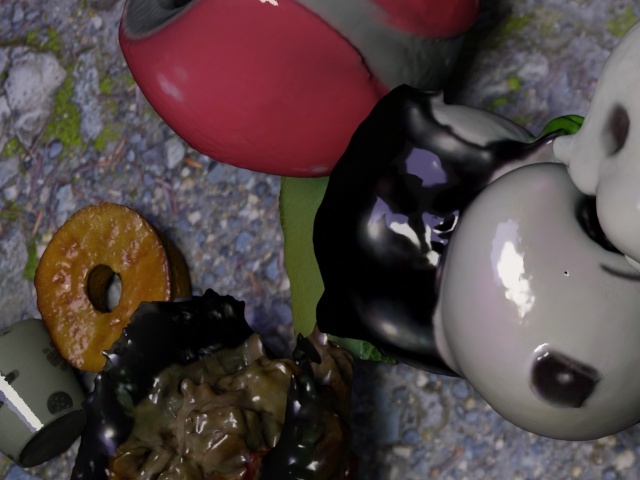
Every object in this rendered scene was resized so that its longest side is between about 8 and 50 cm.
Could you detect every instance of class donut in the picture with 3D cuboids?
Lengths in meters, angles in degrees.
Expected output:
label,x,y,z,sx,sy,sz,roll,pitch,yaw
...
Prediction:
label,x,y,z,sx,sy,sz,roll,pitch,yaw
donut,-0.179,0.044,1.361,0.152,0.058,0.152,-8,74,28

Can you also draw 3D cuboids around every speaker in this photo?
label,x,y,z,sx,sy,sz,roll,pitch,yaw
speaker,-0.011,-0.199,1.184,0.294,0.294,0.294,-9,74,32

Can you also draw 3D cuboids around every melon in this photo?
label,x,y,z,sx,sy,sz,roll,pitch,yaw
melon,-0.001,-0.001,1.278,0.114,0.053,0.262,-42,54,40

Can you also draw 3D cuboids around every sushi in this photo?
label,x,y,z,sx,sy,sz,roll,pitch,yaw
sushi,-0.064,0.164,1.177,0.218,0.225,0.238,14,129,22

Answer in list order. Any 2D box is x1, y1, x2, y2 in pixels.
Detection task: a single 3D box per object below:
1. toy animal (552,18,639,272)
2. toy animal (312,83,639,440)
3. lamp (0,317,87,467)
label,x,y,z,sx,sy,sz,roll,pitch,yaw
toy animal,0.260,0.008,0.866,0.174,0.289,0.249,-28,37,16
toy animal,0.137,0.011,1.069,0.266,0.212,0.213,23,92,35
lamp,-0.299,0.099,1.389,0.121,0.121,0.215,-46,71,16
